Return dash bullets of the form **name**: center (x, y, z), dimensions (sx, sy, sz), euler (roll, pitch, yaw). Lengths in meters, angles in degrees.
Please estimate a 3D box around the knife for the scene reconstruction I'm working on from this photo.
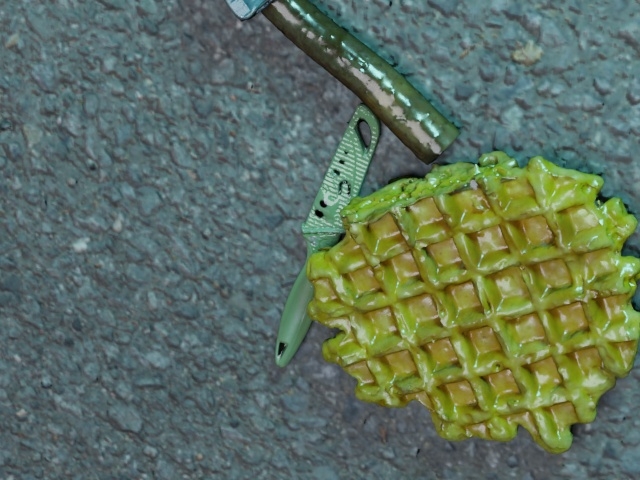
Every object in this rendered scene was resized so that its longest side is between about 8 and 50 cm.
- **knife**: center (-0.001, 0.001, 1.549), dimensions (0.043, 0.020, 0.293), euler (26, 119, 8)

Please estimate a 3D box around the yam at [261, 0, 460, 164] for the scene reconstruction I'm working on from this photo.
- **yam**: center (-0.010, -0.191, 1.454), dimensions (0.327, 0.045, 0.045), euler (43, 92, 2)

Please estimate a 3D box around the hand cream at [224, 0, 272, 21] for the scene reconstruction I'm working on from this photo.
- **hand cream**: center (-0.005, -0.278, 1.397), dimensions (0.224, 0.048, 0.083), euler (-33, 90, 25)

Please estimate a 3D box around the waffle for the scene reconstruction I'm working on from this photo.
- **waffle**: center (0.135, 0.050, 1.484), dimensions (0.311, 0.060, 0.307), euler (16, 119, 13)
